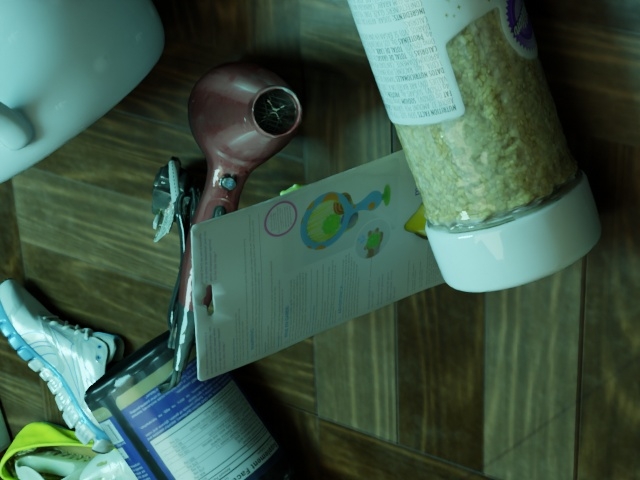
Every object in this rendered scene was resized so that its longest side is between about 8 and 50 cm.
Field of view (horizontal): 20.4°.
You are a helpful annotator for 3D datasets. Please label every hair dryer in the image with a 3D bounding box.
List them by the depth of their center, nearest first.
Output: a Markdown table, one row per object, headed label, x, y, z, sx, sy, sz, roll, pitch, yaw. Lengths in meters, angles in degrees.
| label | x | y | z | sx | sy | sz | roll | pitch | yaw |
| --- | --- | --- | --- | --- | --- | --- | --- | --- | --- |
| hair dryer | -0.067 | -0.032 | 1.376 | 0.080 | 0.224 | 0.293 | 5 | 143 | -17 |

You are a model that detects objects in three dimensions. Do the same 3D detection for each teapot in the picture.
| label | x | y | z | sx | sy | sz | roll | pitch | yaw |
| --- | --- | --- | --- | --- | --- | --- | --- | --- | --- |
| teapot | -0.259 | -0.165 | 1.385 | 0.256 | 0.252 | 0.187 | -10 | 121 | 51 |

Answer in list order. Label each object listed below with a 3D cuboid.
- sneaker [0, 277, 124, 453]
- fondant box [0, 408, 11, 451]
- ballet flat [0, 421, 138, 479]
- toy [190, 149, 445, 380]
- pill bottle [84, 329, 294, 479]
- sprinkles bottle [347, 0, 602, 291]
| label | x | y | z | sx | sy | sz | roll | pitch | yaw |
| --- | --- | --- | --- | --- | --- | --- | --- | --- | --- |
| sneaker | -0.229 | 0.102 | 1.670 | 0.083 | 0.071 | 0.191 | -42 | 81 | 15 |
| fondant box | -0.495 | 0.112 | 1.849 | 0.330 | 0.096 | 0.238 | 6 | 119 | 37 |
| ballet flat | -0.219 | 0.223 | 1.714 | 0.231 | 0.077 | 0.077 | 3 | 116 | 36 |
| toy | 0.000 | 0.000 | 1.315 | 0.056 | 0.237 | 0.137 | 42 | 142 | 46 |
| pill bottle | -0.101 | 0.191 | 1.574 | 0.123 | 0.123 | 0.219 | -30 | 96 | 44 |
| sprinkles bottle | 0.087 | -0.144 | 1.229 | 0.121 | 0.121 | 0.355 | -7 | 111 | 40 |
